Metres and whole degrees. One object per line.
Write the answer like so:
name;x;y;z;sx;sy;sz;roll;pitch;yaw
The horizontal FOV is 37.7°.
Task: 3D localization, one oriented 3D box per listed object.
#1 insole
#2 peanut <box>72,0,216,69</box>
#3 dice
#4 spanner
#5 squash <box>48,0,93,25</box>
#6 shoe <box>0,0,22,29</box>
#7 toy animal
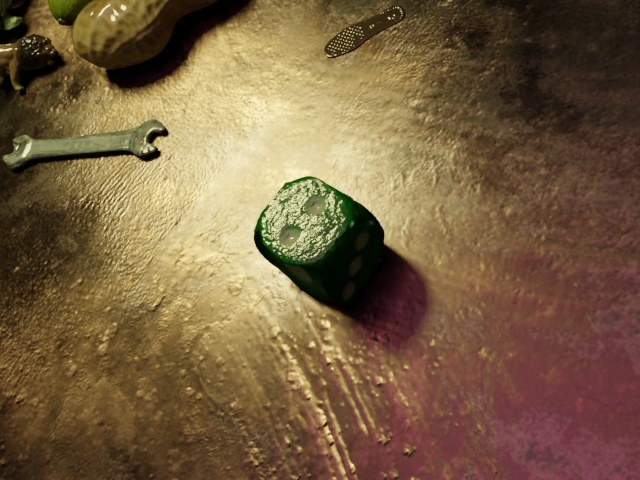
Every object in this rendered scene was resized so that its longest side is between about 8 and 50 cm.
insole;0.065;-0.315;1.410;0.135;0.002;0.045;-26;60;9
peanut;-0.266;-0.381;1.514;0.298;0.120;0.136;-38;82;2
dice;0.000;0.000;1.216;0.131;0.128;0.120;30;79;32
spanner;-0.384;-0.155;1.515;0.302;0.017;0.071;-2;65;21
squash;-0.425;-0.454;1.634;0.095;0.095;0.188;-5;70;21
shoe;-0.616;-0.419;1.674;0.140;0.128;0.262;22;105;38
toy animal;-0.559;-0.300;1.616;0.219;0.086;0.069;-14;37;-9
